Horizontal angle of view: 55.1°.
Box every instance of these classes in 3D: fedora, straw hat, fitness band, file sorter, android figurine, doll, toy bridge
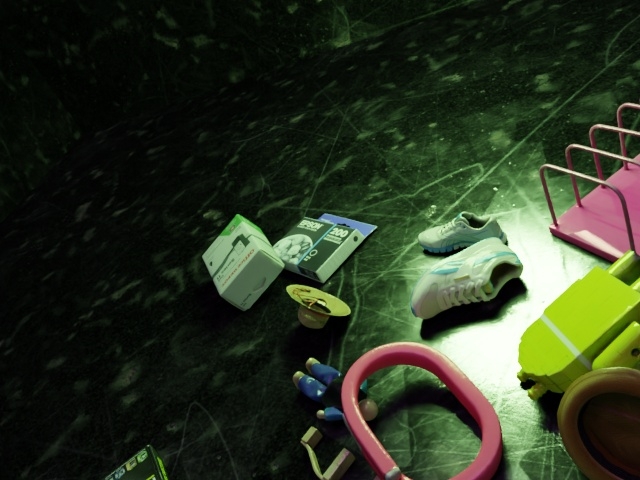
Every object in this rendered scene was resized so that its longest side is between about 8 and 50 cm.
[{"bbox_3d":[0.419,0.249,0.806,0.194,0.194,0.079,4,9,39],"label":"fedora"},{"bbox_3d":[-0.014,0.151,1.295,0.144,0.144,0.061,38,111,54],"label":"straw hat"},{"bbox_3d":[0.154,0.279,0.978,0.209,0.054,0.291,-28,41,-12],"label":"fitness band"},{"bbox_3d":[0.586,-0.127,1.131,0.291,0.182,0.202,-36,34,-11],"label":"file sorter"},{"bbox_3d":[0.409,0.135,0.942,0.273,0.056,0.248,-48,8,9],"label":"android figurine"},{"bbox_3d":[0.034,0.272,1.117,0.129,0.046,0.189,-44,36,-21],"label":"doll"},{"bbox_3d":[0.030,0.373,1.002,0.063,0.026,0.188,-46,37,-21],"label":"toy bridge"}]

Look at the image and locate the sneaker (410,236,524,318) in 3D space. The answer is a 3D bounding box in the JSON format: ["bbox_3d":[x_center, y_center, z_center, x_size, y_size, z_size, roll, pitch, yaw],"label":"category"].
[{"bbox_3d":[0.274,0.080,1.166,0.229,0.087,0.092,-33,36,-3],"label":"sneaker"}]

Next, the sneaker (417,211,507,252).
[{"bbox_3d":[0.292,-0.025,1.299,0.191,0.083,0.071,-6,41,32],"label":"sneaker"}]

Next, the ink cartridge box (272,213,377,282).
[{"bbox_3d":[0.000,0.000,1.508,0.208,0.045,0.206,-44,35,-24],"label":"ink cartridge box"}]

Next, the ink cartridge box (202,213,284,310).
[{"bbox_3d":[-0.193,0.051,1.503,0.153,0.087,0.208,-49,34,5],"label":"ink cartridge box"}]

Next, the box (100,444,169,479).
[{"bbox_3d":[-0.357,0.492,1.105,0.191,0.045,0.184,-35,32,-10],"label":"box"}]

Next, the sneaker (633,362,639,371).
[{"bbox_3d":[0.527,0.155,0.892,0.208,0.081,0.094,-36,43,-6],"label":"sneaker"}]
